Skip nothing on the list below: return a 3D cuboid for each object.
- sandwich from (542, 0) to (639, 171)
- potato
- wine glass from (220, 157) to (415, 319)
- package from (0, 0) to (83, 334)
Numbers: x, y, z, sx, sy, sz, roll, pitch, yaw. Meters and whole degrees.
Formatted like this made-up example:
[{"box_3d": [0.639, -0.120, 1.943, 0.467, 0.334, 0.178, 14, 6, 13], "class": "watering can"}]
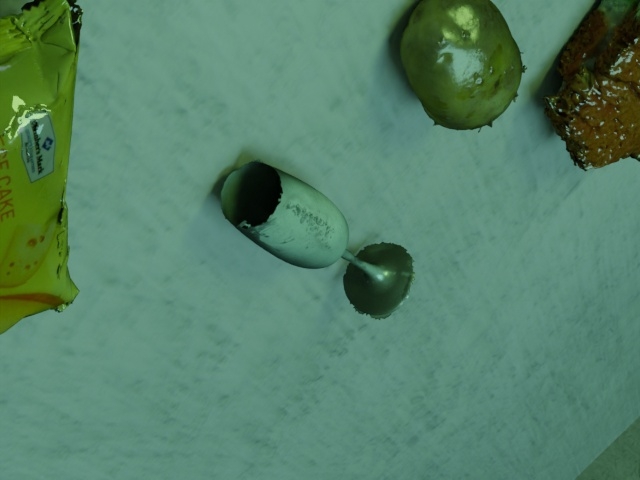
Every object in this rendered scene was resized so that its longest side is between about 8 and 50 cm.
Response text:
[{"box_3d": [0.287, -0.152, 1.060, 0.159, 0.079, 0.235, -38, 148, 8], "class": "sandwich"}, {"box_3d": [0.110, -0.134, 0.848, 0.091, 0.070, 0.138, -46, 151, 0], "class": "potato"}, {"box_3d": [0.000, 0.000, 0.883, 0.074, 0.074, 0.262, -48, 151, 5], "class": "wine glass"}, {"box_3d": [-0.197, -0.014, 0.584, 0.168, 0.090, 0.226, -26, 144, -34], "class": "package"}]
